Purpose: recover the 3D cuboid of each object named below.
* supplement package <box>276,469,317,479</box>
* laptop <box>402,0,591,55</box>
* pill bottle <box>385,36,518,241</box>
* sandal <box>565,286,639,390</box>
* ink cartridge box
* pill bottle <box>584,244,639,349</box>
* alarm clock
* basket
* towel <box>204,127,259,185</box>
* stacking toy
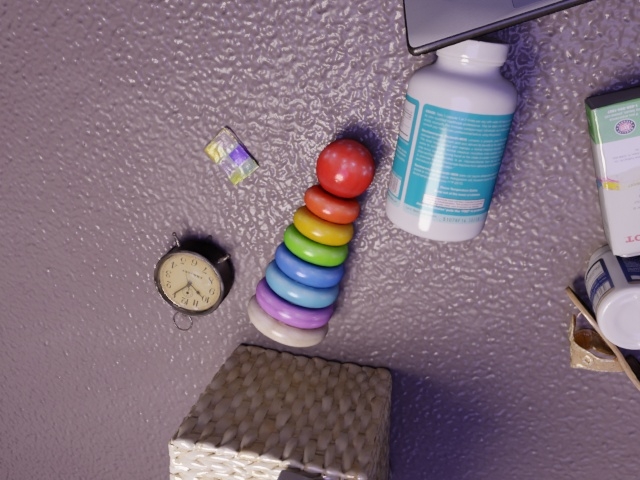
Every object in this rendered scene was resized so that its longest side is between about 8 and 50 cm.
[{"bbox_3d":[-0.017,0.488,0.785,0.178,0.175,0.292,15,108,6],"label":"supplement package"},{"bbox_3d":[0.234,-0.463,0.643,0.382,0.407,0.236,-13,143,20],"label":"laptop"},{"bbox_3d":[0.180,-0.142,0.837,0.146,0.146,0.263,13,116,9],"label":"pill bottle"},{"bbox_3d":[0.429,0.182,0.945,0.079,0.088,0.240,-41,103,19],"label":"sandal"},{"bbox_3d":[0.452,-0.099,0.816,0.155,0.093,0.212,-11,108,19],"label":"ink cartridge box"},{"bbox_3d":[0.424,0.069,0.852,0.094,0.169,0.094,6,115,13],"label":"pill bottle"},{"bbox_3d":[-0.228,0.082,1.083,0.130,0.064,0.191,22,114,4],"label":"alarm clock"},{"bbox_3d":[-0.047,0.376,1.026,0.329,0.331,0.266,7,108,11],"label":"basket"},{"bbox_3d":[-0.147,-0.137,0.999,0.060,0.009,0.083,-35,100,24],"label":"towel"},{"bbox_3d":[0.000,0.000,0.960,0.141,0.141,0.330,24,112,3],"label":"stacking toy"}]
